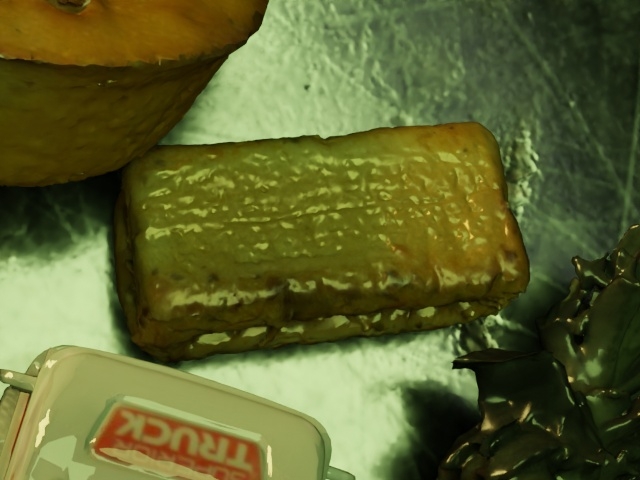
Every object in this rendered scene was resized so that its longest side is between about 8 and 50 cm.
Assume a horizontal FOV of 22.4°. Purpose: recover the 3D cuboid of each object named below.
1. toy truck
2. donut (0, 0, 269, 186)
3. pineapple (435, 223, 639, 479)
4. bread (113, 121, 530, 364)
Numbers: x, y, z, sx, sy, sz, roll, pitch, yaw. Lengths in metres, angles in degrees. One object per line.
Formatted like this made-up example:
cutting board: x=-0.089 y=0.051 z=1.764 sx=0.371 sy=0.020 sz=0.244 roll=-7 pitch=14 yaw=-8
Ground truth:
toy truck: x=-0.110 y=0.237 z=0.710 sx=0.173 sy=0.207 sz=0.388 roll=17 pitch=77 yaw=-8
donut: x=-0.152 y=-0.139 z=0.770 sx=0.277 sy=0.108 sz=0.278 roll=12 pitch=44 yaw=-12
pineapple: x=0.108 y=0.131 z=0.803 sx=0.170 sy=0.141 sz=0.310 roll=47 pitch=67 yaw=-39
bread: x=0.000 y=0.000 z=0.829 sx=0.210 sy=0.083 sz=0.114 roll=-5 pitch=62 yaw=-10
